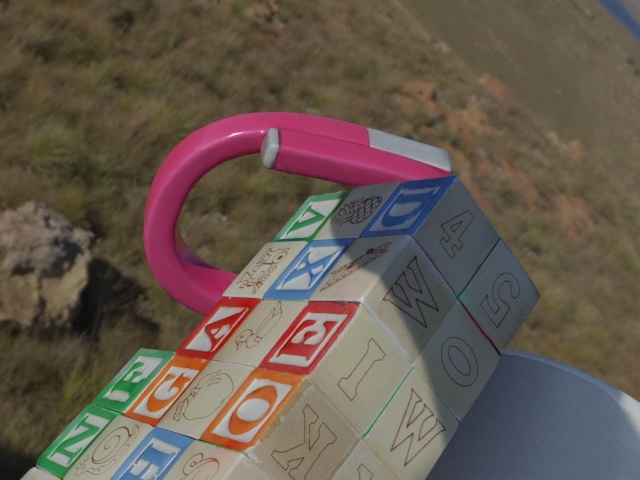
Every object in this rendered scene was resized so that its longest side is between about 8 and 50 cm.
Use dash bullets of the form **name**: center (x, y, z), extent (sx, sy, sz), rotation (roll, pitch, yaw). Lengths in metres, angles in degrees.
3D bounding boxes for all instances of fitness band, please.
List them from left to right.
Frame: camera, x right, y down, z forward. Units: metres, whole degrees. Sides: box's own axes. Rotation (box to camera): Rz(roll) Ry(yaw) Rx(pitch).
- **fitness band**: center (0.000, 0.000, 0.772), extent (0.291, 0.209, 0.054), rotation (12, 40, -16)

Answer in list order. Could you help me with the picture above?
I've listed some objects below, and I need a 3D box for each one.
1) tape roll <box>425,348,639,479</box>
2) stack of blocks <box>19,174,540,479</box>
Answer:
- **tape roll**: center (0.065, 0.250, 0.493), extent (0.072, 0.392, 0.392), rotation (34, 25, -45)
- **stack of blocks**: center (-0.042, 0.103, 0.464), extent (0.087, 0.171, 0.297), rotation (51, 62, -23)
